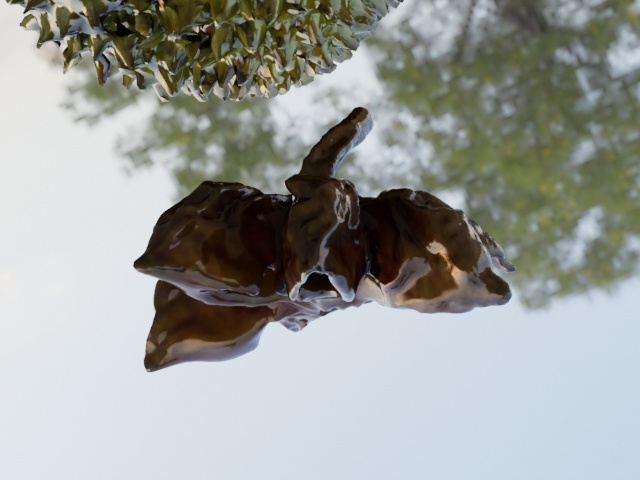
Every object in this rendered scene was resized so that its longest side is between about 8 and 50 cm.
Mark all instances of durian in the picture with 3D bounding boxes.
[{"bbox_3d":[-0.058,-0.207,0.970,0.293,0.258,0.258,-53,179,38],"label":"durian"}]

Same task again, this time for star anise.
[{"bbox_3d":[-0.004,0.005,0.868,0.196,0.111,0.212,-22,-170,-12],"label":"star anise"}]
